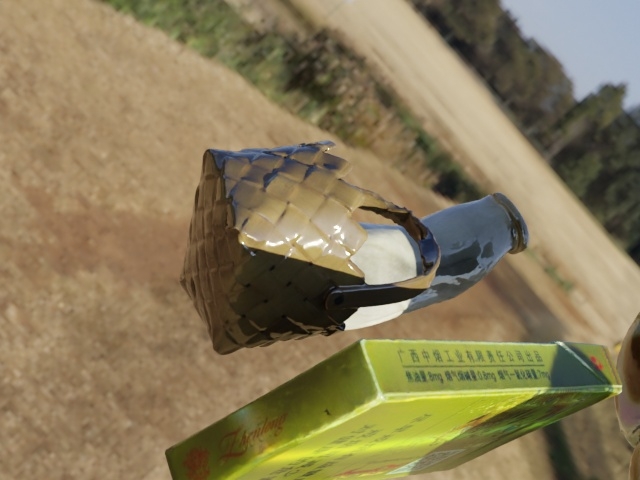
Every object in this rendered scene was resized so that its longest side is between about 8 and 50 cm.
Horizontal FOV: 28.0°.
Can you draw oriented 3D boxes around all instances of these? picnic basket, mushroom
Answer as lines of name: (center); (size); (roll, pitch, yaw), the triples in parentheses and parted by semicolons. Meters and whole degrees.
picnic basket: (0.000, 0.000, 0.905); (0.178, 0.138, 0.128); (-2, 42, -22)
mushroom: (0.071, 0.023, 1.303); (0.097, 0.351, 0.109); (8, -74, 55)

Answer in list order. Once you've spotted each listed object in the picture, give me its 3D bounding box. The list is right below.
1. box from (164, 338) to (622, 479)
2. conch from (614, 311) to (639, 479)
box: (0.062, 0.120, 0.872); (0.311, 0.173, 0.043); (6, 58, -51)
conch: (0.391, 0.132, 1.162); (0.249, 0.368, 0.197); (32, 15, -37)
